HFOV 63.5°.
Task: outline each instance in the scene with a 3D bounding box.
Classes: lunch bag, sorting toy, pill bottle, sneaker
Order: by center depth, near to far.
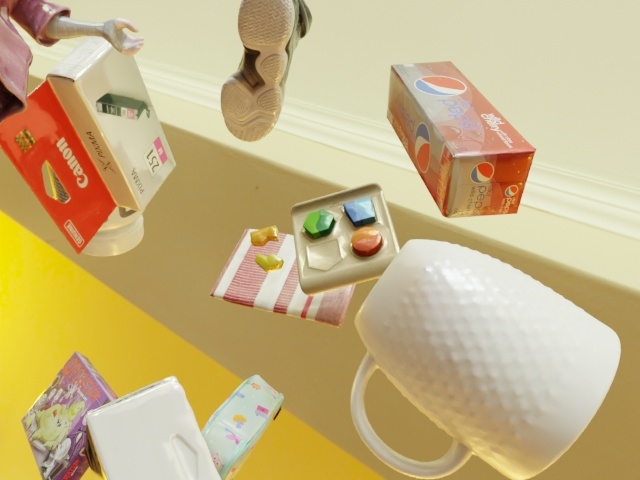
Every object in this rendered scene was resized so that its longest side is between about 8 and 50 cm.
[{"bbox_3d":[-0.080,-0.294,0.839,0.101,0.153,0.268,23,-45,1],"label":"sneaker"},{"bbox_3d":[0.000,0.000,1.086,0.308,0.041,0.228,-15,-126,7],"label":"sorting toy"},{"bbox_3d":[-0.198,0.441,1.140,0.108,0.279,0.224,33,-68,9],"label":"lunch bag"},{"bbox_3d":[-0.517,-0.152,1.201,0.204,0.204,0.360,33,-47,29],"label":"pill bottle"}]

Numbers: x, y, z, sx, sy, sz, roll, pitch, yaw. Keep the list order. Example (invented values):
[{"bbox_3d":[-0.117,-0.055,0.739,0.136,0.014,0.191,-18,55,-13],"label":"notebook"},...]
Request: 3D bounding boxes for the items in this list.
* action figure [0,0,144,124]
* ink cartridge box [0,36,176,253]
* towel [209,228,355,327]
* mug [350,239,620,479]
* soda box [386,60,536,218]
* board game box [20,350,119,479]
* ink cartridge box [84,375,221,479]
[{"bbox_3d":[-0.371,-0.262,0.541,0.276,0.370,0.248,-10,-47,5],"label":"action figure"},{"bbox_3d":[-0.346,-0.142,0.813,0.060,0.238,0.275,12,-36,14],"label":"ink cartridge box"},{"bbox_3d":[-0.074,0.084,1.271,0.329,0.237,0.037,10,-41,15],"label":"towel"},{"bbox_3d":[0.205,0.196,0.823,0.328,0.276,0.374,35,-90,12],"label":"mug"},{"bbox_3d":[0.159,-0.136,0.643,0.263,0.092,0.083,-102,-170,-50],"label":"soda box"},{"bbox_3d":[-0.574,0.404,1.187,0.347,0.056,0.208,14,-120,51],"label":"board game box"},{"bbox_3d":[-0.254,0.362,0.773,0.226,0.131,0.306,60,-32,17],"label":"ink cartridge box"}]
